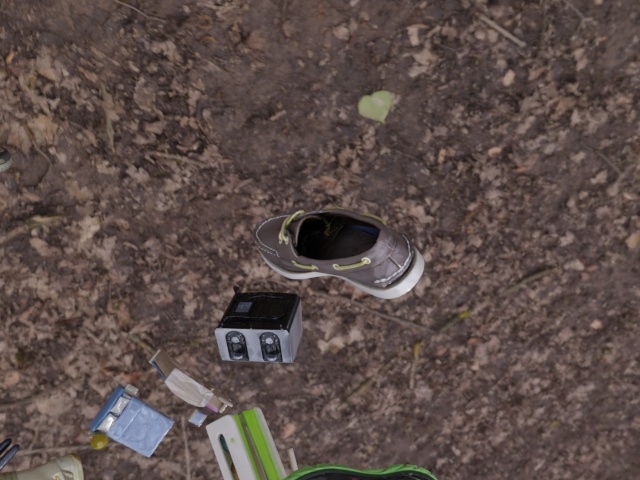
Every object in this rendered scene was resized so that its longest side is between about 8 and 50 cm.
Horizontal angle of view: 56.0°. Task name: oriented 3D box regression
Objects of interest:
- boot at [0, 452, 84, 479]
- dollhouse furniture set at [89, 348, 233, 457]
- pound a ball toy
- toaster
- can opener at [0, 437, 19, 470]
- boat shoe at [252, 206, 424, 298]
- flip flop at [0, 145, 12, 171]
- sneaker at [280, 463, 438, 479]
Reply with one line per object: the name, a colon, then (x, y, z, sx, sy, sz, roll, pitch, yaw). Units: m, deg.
boot: (-0.657, 0.655, 1.413, 0.204, 0.095, 0.261, 1, 79, -48)
dollhouse furniture set: (-0.433, 0.507, 1.668, 0.286, 0.198, 0.303, 42, 77, -25)
pound a ball toy: (-0.162, 0.612, 1.589, 0.136, 0.319, 0.208, -34, 160, 26)
toaster: (-0.134, 0.192, 1.365, 0.168, 0.185, 0.110, 1, 117, 9)
can opener: (-0.723, 0.501, 1.276, 0.186, 0.059, 0.073, -40, 162, -36)
boat shoe: (0.000, 0.000, 0.889, 0.096, 0.324, 0.116, 46, 69, -38)
flip flop: (-0.693, -0.096, 1.083, 0.277, 0.112, 0.080, -21, 134, -16)
sneaker: (0.074, 0.582, 1.241, 0.483, 0.202, 0.185, -1, 108, -22)
